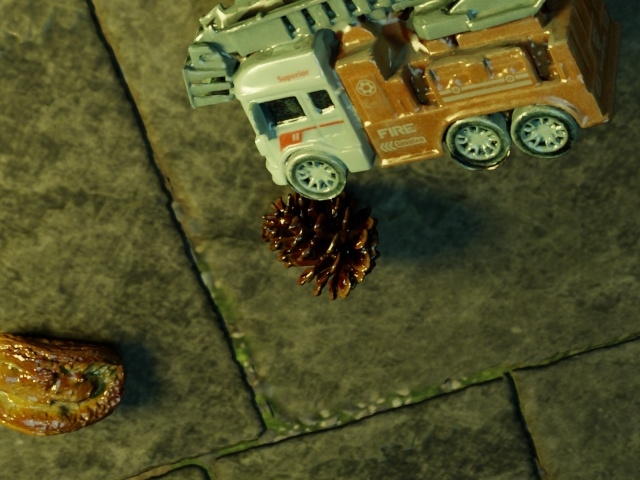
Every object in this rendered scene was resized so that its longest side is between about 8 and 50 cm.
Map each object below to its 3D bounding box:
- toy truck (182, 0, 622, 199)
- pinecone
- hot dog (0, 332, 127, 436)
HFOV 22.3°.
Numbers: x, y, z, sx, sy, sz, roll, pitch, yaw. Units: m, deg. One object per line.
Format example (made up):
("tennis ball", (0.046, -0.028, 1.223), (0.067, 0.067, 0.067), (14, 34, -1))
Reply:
("toy truck", (0.056, -0.153, 1.308), (0.338, 0.133, 0.184), (-10, 132, 25))
("pinecone", (0.001, -0.002, 1.480), (0.109, 0.102, 0.102), (33, 119, 6))
("hot dog", (-0.259, 0.135, 1.556), (0.147, 0.065, 0.099), (11, 113, -11))
